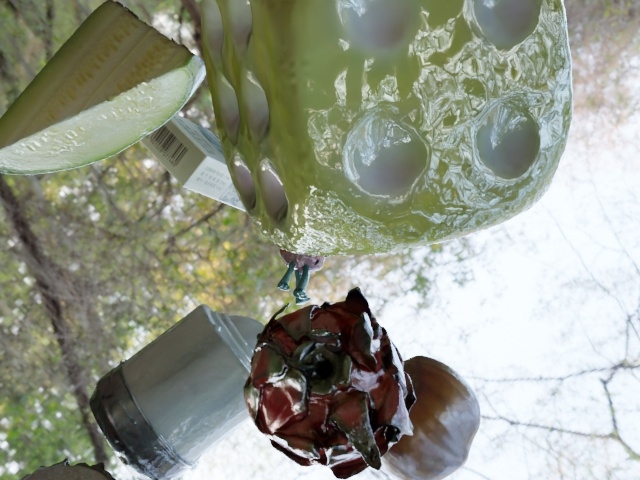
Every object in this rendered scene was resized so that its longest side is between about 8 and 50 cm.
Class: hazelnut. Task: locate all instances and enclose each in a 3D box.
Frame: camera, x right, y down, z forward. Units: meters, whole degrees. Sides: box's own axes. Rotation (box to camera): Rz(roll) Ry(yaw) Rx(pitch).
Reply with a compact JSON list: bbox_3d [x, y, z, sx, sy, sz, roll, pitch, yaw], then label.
[{"bbox_3d":[0.158,0.303,1.441,0.210,0.210,0.186,-46,-143,-21],"label":"hazelnut"}]

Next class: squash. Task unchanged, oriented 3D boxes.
[{"bbox_3d":[-0.287,-0.153,1.111,0.203,0.111,0.288,37,-91,30],"label":"squash"}]

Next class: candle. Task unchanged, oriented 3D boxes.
[{"bbox_3d":[-0.206,0.241,1.436,0.342,0.221,0.221,-37,-154,-5],"label":"candle"}]

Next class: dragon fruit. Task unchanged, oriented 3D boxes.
[{"bbox_3d":[0.008,0.157,0.942,0.193,0.274,0.192,2,-113,19],"label":"dragon fruit"}]

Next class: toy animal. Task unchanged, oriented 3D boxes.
[{"bbox_3d":[0.000,0.000,1.326,0.100,0.103,0.208,-10,-124,66],"label":"toy animal"}]

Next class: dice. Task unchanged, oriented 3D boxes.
[{"bbox_3d":[0.045,-0.128,0.684,0.233,0.238,0.227,-15,-166,-17],"label":"dice"}]

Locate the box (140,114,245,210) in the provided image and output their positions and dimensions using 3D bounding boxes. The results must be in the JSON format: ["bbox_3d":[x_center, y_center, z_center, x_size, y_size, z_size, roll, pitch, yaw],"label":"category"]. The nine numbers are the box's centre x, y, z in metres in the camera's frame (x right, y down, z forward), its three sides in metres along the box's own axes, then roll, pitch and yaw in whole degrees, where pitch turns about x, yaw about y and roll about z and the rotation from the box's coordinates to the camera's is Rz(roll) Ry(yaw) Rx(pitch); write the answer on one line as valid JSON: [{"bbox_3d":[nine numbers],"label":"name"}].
[{"bbox_3d":[-0.187,-0.134,1.497,0.164,0.256,0.069,45,-78,29],"label":"box"}]

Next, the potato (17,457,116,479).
[{"bbox_3d":[-0.305,0.357,0.886,0.098,0.138,0.243,114,-14,-51],"label":"potato"}]
